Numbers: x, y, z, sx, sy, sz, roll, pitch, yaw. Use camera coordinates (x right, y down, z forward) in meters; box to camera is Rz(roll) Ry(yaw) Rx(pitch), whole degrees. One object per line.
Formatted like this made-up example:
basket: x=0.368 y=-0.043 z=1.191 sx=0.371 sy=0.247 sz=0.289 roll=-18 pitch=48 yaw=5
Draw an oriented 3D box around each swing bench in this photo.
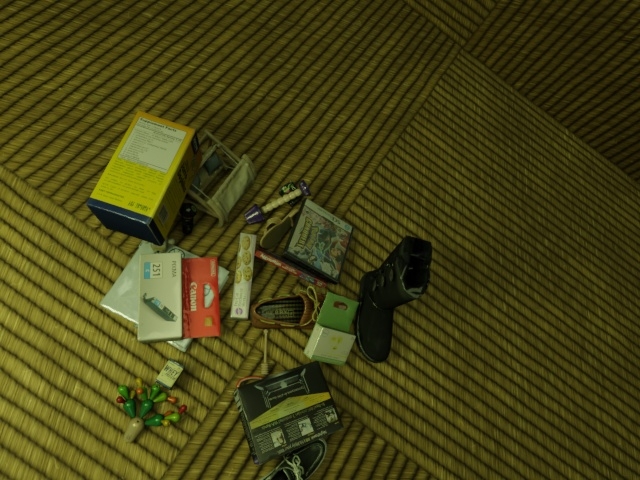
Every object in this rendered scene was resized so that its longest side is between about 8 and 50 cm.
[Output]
swing bench: x=-0.404 y=-0.232 z=1.647 sx=0.254 sy=0.165 sz=0.253 roll=32 pitch=64 yaw=-4

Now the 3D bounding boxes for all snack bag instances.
snack bag: x=-0.545 y=0.174 z=1.522 sx=0.342 sy=0.037 sz=0.323 roll=27 pitch=64 yaw=-3

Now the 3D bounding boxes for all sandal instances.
sandal: x=-0.177 y=-0.057 z=1.717 sx=0.079 sy=0.088 sz=0.240 roll=27 pitch=52 yaw=29

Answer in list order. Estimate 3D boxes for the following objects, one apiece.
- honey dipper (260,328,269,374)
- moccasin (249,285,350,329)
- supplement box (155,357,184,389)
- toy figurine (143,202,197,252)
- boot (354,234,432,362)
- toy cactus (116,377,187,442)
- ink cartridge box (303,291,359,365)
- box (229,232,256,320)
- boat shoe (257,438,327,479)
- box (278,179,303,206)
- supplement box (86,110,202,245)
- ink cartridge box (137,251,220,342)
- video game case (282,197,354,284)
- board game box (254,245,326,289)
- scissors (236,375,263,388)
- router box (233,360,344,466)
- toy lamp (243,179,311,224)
honey dipper: x=-0.198 y=0.397 z=1.551 sx=0.030 sy=0.030 sz=0.161 roll=4 pitch=67 yaw=-16
moccasin: x=-0.066 y=0.247 z=1.582 sx=0.379 sy=0.147 sz=0.139 roll=4 pitch=69 yaw=-16
supplement box: x=-0.490 y=0.437 z=1.413 sx=0.056 sy=0.083 sz=0.083 roll=32 pitch=64 yaw=-4
toy figurine: x=-0.566 y=-0.084 z=1.530 sx=0.213 sy=0.148 sz=0.209 roll=42 pitch=56 yaw=7
boot: x=0.258 y=0.226 z=1.526 sx=0.146 sy=0.445 sz=0.368 roll=3 pitch=69 yaw=-16
toy cactus: x=-0.551 y=0.543 z=1.355 sx=0.218 sy=0.112 sz=0.181 roll=31 pitch=74 yaw=-14
ink cartridge box: x=0.055 y=0.323 z=1.563 sx=0.171 sy=0.056 sz=0.235 roll=24 pitch=89 yaw=-37
box: x=-0.285 y=0.132 z=1.603 sx=0.067 sy=0.063 sz=0.324 roll=9 pitch=68 yaw=-13
boat shoe: x=-0.097 y=0.753 z=1.406 sx=0.306 sy=0.105 sz=0.113 roll=-25 pitch=79 yaw=-24
box: x=-0.120 y=-0.192 z=1.783 sx=0.062 sy=0.052 sz=0.083 roll=-40 pitch=87 yaw=-24
supplement box: x=-0.546 y=-0.196 z=1.391 sx=0.194 sy=0.195 sz=0.357 roll=19 pitch=68 yaw=-1
ink cartridge box: x=-0.479 y=0.187 z=1.477 sx=0.260 sy=0.066 sz=0.297 roll=-2 pitch=69 yaw=-15
video game case: x=0.000 y=0.000 z=1.710 sx=0.248 sy=0.035 sz=0.275 roll=31 pitch=55 yaw=-19
board game box: x=-0.113 y=0.100 z=1.628 sx=0.281 sy=0.145 sz=0.027 roll=27 pitch=91 yaw=-7
scissors: x=-0.145 y=0.519 z=1.525 sx=0.296 sy=0.021 sz=0.109 roll=-4 pitch=70 yaw=-17
router box: x=-0.107 y=0.568 z=1.448 sx=0.308 sy=0.081 sz=0.243 roll=-10 pitch=63 yaw=-27
toy lamp: x=-0.171 y=-0.145 z=1.703 sx=0.274 sy=0.080 sz=0.080 roll=-28 pitch=80 yaw=-4
